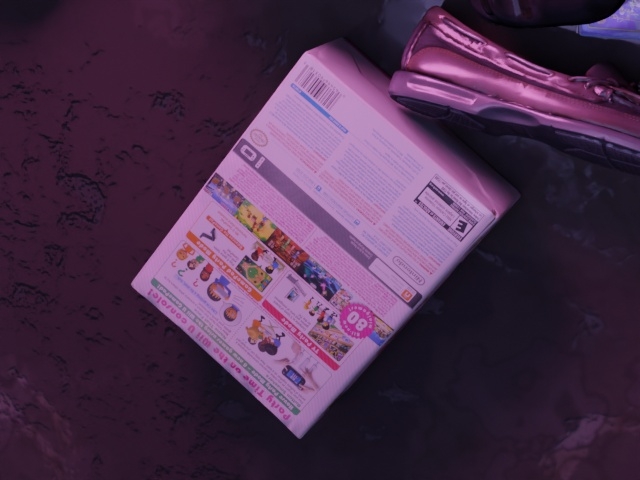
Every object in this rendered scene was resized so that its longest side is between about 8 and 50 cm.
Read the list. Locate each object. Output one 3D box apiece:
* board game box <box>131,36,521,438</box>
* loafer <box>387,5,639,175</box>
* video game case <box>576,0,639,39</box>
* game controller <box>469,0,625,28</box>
[{"bbox_3d":[0.000,0.000,1.420,0.224,0.097,0.303,42,116,4],"label":"board game box"},{"bbox_3d":[0.209,-0.124,1.292,0.302,0.109,0.095,17,86,15],"label":"loafer"},{"bbox_3d":[0.346,-0.277,1.207,0.269,0.061,0.244,8,110,20],"label":"video game case"},{"bbox_3d":[0.168,-0.330,1.230,0.166,0.067,0.319,2,105,41],"label":"game controller"}]
